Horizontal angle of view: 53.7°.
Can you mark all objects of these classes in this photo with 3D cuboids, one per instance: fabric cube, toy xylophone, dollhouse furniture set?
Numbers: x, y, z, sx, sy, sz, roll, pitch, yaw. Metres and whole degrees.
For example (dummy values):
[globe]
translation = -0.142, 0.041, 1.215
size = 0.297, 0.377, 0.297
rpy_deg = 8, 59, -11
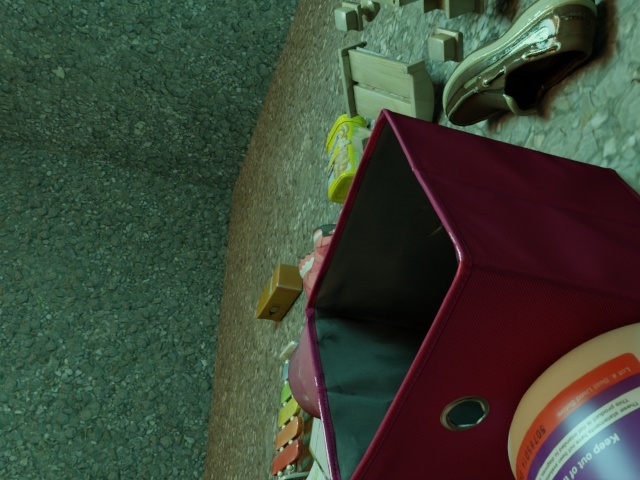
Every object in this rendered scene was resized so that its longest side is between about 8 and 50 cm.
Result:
[fabric cube]
translation = 0.153, 0.070, 0.573
size = 0.259, 0.258, 0.254
rpy_deg = -102, 28, -56
[toy xylophone]
translation = -0.059, 0.404, 1.423
size = 0.236, 0.081, 0.323
rpy_deg = 118, 158, -48
[dollhouse furniture set]
translation = 0.190, -0.298, 1.097
size = 0.303, 0.174, 0.355
rpy_deg = 36, 145, 47

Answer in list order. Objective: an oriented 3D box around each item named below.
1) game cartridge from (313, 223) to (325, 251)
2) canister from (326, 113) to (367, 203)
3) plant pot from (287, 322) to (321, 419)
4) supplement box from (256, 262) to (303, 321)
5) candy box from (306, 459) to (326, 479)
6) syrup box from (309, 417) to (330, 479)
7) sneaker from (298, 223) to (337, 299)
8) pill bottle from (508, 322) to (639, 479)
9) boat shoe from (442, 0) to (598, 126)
[game cartridge]
translation = 0.000, 0.000, 1.631
size = 0.056, 0.017, 0.083
rpy_deg = -150, 72, -78
[canister]
translation = 0.060, -0.183, 1.441
size = 0.126, 0.073, 0.170
rpy_deg = 123, 152, -54
[plant pot]
translation = 0.046, 0.171, 0.853
size = 0.180, 0.201, 0.201
rpy_deg = 142, 137, -58
[supplement box]
translation = -0.119, 0.155, 1.830
size = 0.233, 0.078, 0.080
rpy_deg = 123, 154, -52
[candy box]
translation = 0.030, 0.418, 1.055
size = 0.165, 0.070, 0.196
rpy_deg = -98, 27, -67
[syrup box]
translation = 0.072, 0.323, 0.890
size = 0.237, 0.096, 0.093
rpy_deg = -138, 50, -58
[sneaker]
translation = 0.034, 0.066, 1.335
size = 0.314, 0.116, 0.136
rpy_deg = 117, 149, -63
[pill bottle]
translation = 0.235, 0.201, 0.322
size = 0.323, 0.181, 0.181
rpy_deg = -103, 29, -57
[boat shoe]
translation = 0.235, -0.198, 0.790
size = 0.257, 0.095, 0.095
rpy_deg = 134, 138, -63
